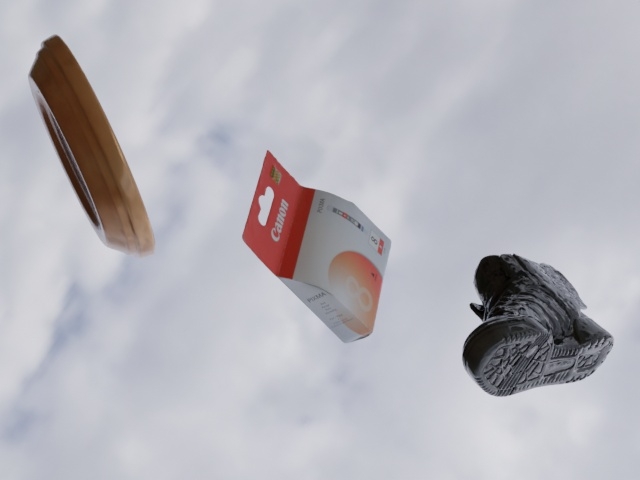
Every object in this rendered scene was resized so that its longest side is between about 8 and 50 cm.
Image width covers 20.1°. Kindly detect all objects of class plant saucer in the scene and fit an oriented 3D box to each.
[{"bbox_3d":[-0.194,-0.073,1.493,0.037,0.200,0.200,-24,-149,-11],"label":"plant saucer"}]

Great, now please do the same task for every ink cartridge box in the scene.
[{"bbox_3d":[0.000,0.000,1.912,0.045,0.179,0.145,-23,-145,31],"label":"ink cartridge box"}]

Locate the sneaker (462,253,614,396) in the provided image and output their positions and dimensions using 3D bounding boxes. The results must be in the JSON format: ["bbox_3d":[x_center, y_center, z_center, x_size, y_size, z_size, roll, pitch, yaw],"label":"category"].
[{"bbox_3d":[0.115,0.045,1.078,0.089,0.170,0.051,46,-66,30],"label":"sneaker"}]
